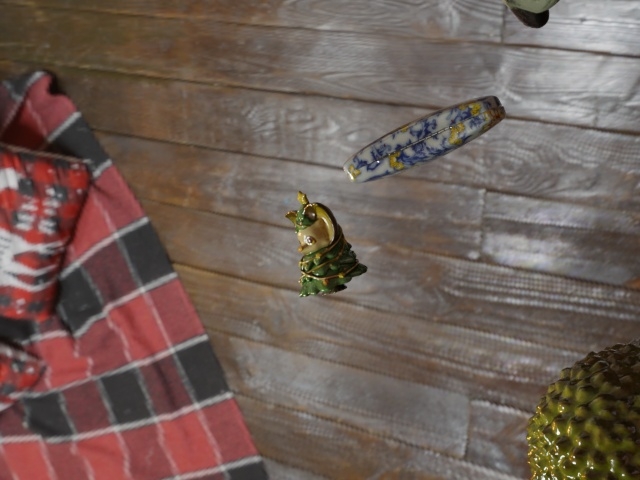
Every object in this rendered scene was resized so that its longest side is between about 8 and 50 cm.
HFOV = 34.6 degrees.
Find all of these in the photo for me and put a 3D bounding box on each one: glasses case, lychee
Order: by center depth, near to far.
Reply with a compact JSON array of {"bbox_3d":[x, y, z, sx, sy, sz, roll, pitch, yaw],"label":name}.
[{"bbox_3d":[0.390,0.236,1.161,0.270,0.319,0.270,-14,71,46],"label":"lychee"},{"bbox_3d":[0.147,-0.143,1.470,0.247,0.087,0.065,-23,88,27],"label":"glasses case"}]

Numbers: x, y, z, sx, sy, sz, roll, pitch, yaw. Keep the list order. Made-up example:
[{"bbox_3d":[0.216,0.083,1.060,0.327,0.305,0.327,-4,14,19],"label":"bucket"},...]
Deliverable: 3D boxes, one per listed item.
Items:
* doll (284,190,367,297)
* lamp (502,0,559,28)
[{"bbox_3d":[0.010,0.002,1.098,0.078,0.076,0.113,-17,78,62],"label":"doll"},{"bbox_3d":[0.312,-0.438,1.438,0.197,0.197,0.244,-5,67,32],"label":"lamp"}]
